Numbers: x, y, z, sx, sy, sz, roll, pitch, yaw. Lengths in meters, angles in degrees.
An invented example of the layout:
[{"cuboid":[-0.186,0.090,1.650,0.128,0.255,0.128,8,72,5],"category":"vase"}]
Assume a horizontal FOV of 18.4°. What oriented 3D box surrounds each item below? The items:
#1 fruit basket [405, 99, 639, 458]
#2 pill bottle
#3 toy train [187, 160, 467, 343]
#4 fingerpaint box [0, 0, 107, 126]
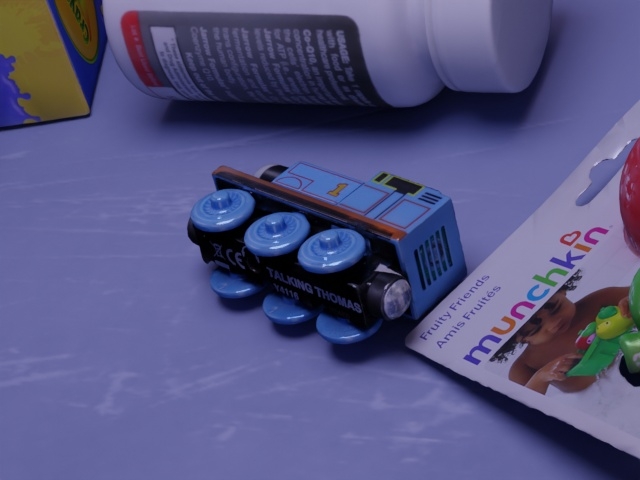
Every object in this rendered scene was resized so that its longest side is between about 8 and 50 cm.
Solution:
[{"cuboid":[0.247,-0.015,1.098,0.327,0.165,0.353,-43,37,-15],"category":"fruit basket"},{"cuboid":[0.007,-0.173,1.367,0.283,0.161,0.161,4,46,24],"category":"pill bottle"},{"cuboid":[0.000,0.000,1.247,0.184,0.080,0.105,20,46,41],"category":"toy train"},{"cuboid":[-0.277,-0.364,1.469,0.163,0.445,0.371,-7,41,12],"category":"fingerpaint box"}]
